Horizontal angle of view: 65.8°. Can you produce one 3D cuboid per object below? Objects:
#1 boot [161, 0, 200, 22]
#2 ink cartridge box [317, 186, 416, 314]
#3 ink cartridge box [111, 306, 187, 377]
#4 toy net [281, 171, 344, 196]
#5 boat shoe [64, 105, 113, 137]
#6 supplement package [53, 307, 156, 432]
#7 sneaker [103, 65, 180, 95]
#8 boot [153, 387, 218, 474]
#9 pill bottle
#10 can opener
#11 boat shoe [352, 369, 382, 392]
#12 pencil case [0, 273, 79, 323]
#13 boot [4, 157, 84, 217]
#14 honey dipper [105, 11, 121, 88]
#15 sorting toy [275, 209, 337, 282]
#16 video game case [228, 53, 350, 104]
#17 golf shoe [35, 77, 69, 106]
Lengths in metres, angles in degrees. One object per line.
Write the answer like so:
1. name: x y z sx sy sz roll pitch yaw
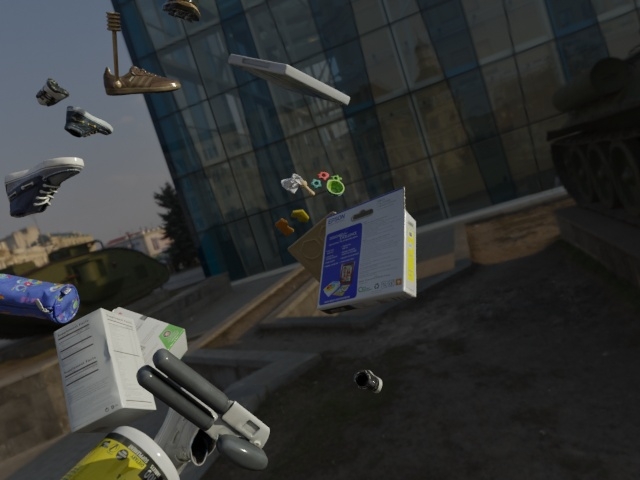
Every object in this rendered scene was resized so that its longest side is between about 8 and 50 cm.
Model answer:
1. boot: -0.280 -0.536 1.030 0.076 0.137 0.198 10 17 -25
2. ink cartridge box: 0.131 0.037 1.403 0.303 0.307 0.072 -19 -37 41
3. ink cartridge box: -0.501 0.291 1.341 0.219 0.093 0.160 15 39 14
4. toy net: -0.029 -0.221 1.837 0.232 0.122 0.045 7 -31 -10
5. boat shoe: -0.779 -0.374 1.656 0.065 0.083 0.183 4 -10 23
6. supplement package: -0.506 0.306 1.162 0.133 0.244 0.139 -27 -25 4
7. sneaker: -0.457 -0.414 1.270 0.188 0.071 0.066 -12 16 -25
8. boot: -0.296 0.450 1.073 0.095 0.258 0.123 6 21 -39
9. pill bottle: -0.441 0.530 0.916 0.187 0.188 0.334 -14 20 40
10. can opener: -0.189 0.301 0.855 0.076 0.283 0.095 -46 26 -9
11. boat shoe: 0.101 0.327 1.159 0.038 0.046 0.125 24 -7 -17
12. pencil case: -0.867 0.165 1.434 0.305 0.120 0.133 9 10 1
13. boot: -0.552 -0.105 0.998 0.189 0.086 0.069 -13 -6 21
14. honey dipper: -0.462 -0.424 1.109 0.030 0.161 0.030 6 22 -2
15. sorting toy: 0.000 0.000 1.757 0.229 0.307 0.041 -38 18 16
16. video game case: -0.067 -0.359 1.105 0.193 0.023 0.212 27 12 39
17. golf shoe: -0.890 -0.479 1.636 0.094 0.077 0.198 -50 26 -8
